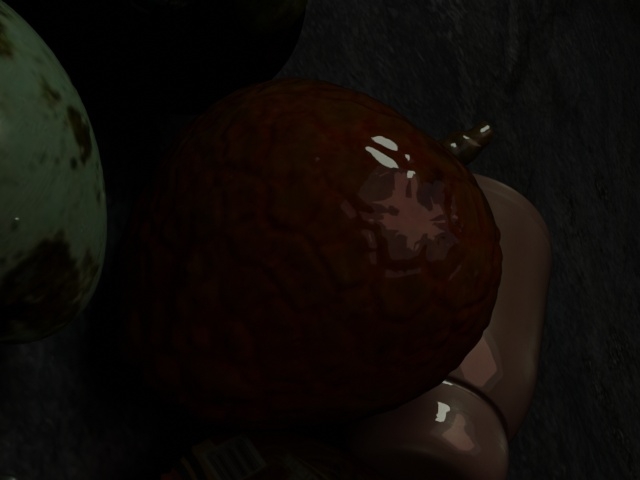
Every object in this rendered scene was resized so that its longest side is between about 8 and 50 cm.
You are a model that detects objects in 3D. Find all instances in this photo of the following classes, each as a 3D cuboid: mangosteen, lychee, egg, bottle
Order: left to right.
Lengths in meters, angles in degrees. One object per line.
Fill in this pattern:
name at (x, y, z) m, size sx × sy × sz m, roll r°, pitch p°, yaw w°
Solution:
egg at (-0.200, -0.037, 0.559) m, size 0.231 × 0.169 × 0.169 m, roll 58°, pitch 32°, yaw -37°
mangosteen at (-0.100, -0.208, 0.764) m, size 0.216 × 0.216 × 0.216 m, roll 32°, pitch 46°, yaw -41°
lychee at (0.000, 0.000, 0.724) m, size 0.255 × 0.255 × 0.300 m, roll 45°, pitch 73°, yaw -29°
bottle at (0.102, 0.107, 0.900) m, size 0.297 × 0.173 × 0.206 m, roll -73°, pitch 163°, yaw -45°

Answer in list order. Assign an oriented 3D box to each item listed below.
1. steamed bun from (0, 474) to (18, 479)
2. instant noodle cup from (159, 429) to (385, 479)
steamed bun at (-0.132, 0.258, 0.403) m, size 0.333 × 0.233 × 0.312 m, roll 13°, pitch 59°, yaw -5°
instant noodle cup at (-0.015, 0.254, 0.674) m, size 0.274 × 0.091 × 0.274 m, roll 29°, pitch 32°, yaw -20°
